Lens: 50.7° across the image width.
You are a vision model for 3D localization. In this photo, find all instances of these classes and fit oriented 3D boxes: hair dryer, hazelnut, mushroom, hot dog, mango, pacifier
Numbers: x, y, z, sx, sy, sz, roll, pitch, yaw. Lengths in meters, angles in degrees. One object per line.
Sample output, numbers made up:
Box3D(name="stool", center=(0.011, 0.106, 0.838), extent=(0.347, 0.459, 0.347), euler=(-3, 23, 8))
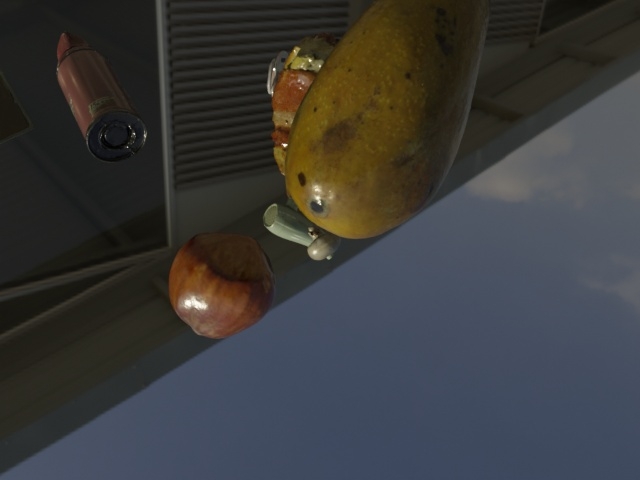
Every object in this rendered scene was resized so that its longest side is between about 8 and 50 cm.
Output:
Box3D(name="hair dryer", center=(-0.028, -0.096, 1.677), extent=(0.206, 0.237, 0.075), euler=(26, 154, -33))
Box3D(name="hazelnut", center=(-0.151, 0.075, 1.094), extent=(0.182, 0.182, 0.182), euler=(3, -152, -2))
Box3D(name="mushroom", center=(0.000, 0.000, 1.526), extent=(0.079, 0.085, 0.085), euler=(51, -139, 5))
Box3D(name="hot dog", center=(-0.008, -0.156, 0.861), extent=(0.103, 0.213, 0.146), euler=(17, -174, 24))
Box3D(name="mango", center=(0.087, -0.154, 0.714), extent=(0.176, 0.329, 0.176), euler=(32, -176, -8))
Box3D(name="pacifier", center=(-0.062, -0.301, 1.257), extent=(0.078, 0.099, 0.081), euler=(13, -166, 14))

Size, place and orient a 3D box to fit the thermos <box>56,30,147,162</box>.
Box3D(name="thermos", center=(-0.431, -0.285, 1.316), extent=(0.136, 0.109, 0.330), euler=(29, -160, -50))

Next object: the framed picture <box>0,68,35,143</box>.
Box3D(name="framed picture", center=(-0.513, -0.211, 1.001), extent=(0.109, 0.149, 0.011), euler=(-34, -160, -28))
